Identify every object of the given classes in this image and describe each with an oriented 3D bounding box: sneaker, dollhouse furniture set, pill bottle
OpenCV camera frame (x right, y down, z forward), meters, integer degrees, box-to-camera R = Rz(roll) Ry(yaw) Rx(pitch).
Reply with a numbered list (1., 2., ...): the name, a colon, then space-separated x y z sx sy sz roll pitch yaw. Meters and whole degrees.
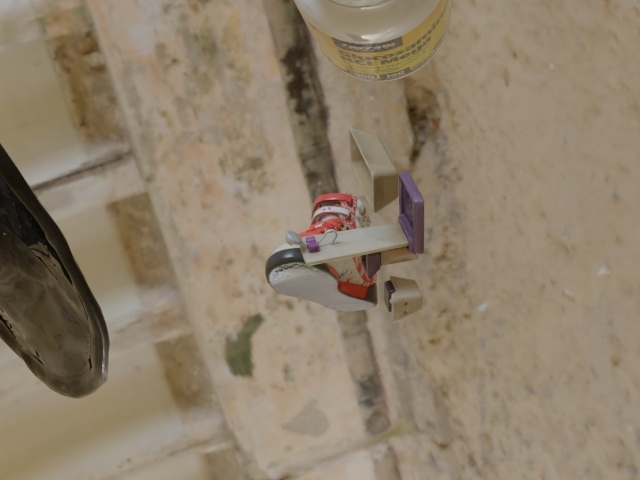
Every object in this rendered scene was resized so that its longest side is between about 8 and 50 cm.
1. sneaker: -0.001 0.000 1.281 0.270 0.090 0.145 30 -127 -62
2. dollhouse furniture set: 0.012 -0.012 0.633 0.114 0.081 0.091 -110 13 -52
3. pill bottle: 0.060 -0.308 1.154 0.334 0.187 0.188 15 -125 -82

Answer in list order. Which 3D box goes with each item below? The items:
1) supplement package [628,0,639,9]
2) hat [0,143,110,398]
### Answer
1. supplement package: 0.398 -0.438 1.249 0.262 0.204 0.145 37 -166 7
2. hat: -0.231 -0.031 0.397 0.331 0.134 0.331 41 155 24
